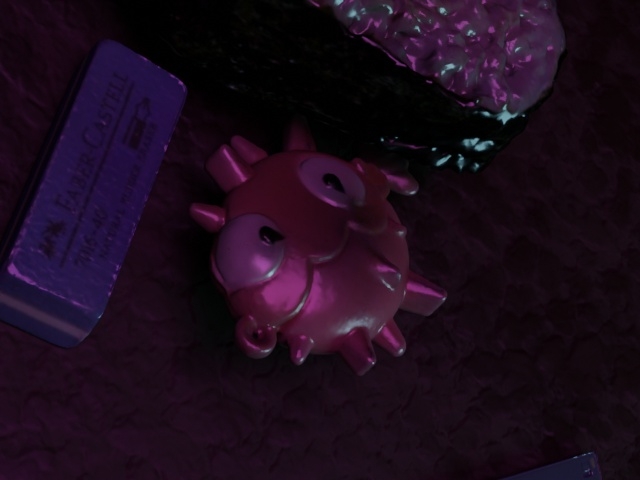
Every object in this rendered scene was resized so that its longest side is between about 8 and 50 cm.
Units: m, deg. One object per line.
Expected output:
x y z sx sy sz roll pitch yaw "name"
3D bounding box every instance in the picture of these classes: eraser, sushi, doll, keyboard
-0.170 -0.036 1.051 0.082 0.036 0.225 30 62 -24 "eraser"
0.021 -0.187 1.122 0.350 0.171 0.211 24 57 -24 "sushi"
0.000 0.000 1.109 0.211 0.093 0.262 45 47 0 "doll"
0.170 0.221 1.202 0.176 0.014 0.055 -9 82 -34 "keyboard"
